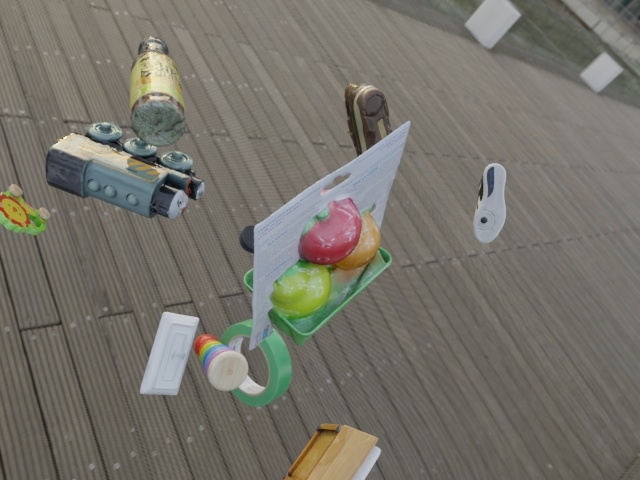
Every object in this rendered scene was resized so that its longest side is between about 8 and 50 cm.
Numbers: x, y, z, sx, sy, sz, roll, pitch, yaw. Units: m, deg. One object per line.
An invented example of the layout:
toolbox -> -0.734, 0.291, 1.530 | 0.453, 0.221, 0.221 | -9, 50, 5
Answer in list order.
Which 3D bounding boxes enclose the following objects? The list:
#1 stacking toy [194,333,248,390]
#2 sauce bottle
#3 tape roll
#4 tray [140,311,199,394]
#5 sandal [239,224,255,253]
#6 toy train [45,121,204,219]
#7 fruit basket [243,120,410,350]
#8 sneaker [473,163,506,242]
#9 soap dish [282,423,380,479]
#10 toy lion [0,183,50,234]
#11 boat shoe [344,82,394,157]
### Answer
stacking toy -> -0.379, 0.415, 1.894 | 0.141, 0.141, 0.330 | 17, 1, -29
sauce bottle -> -0.360, -0.341, 1.143 | 0.112, 0.111, 0.344 | 13, 38, -33
tape roll -> -0.252, 0.462, 1.989 | 0.077, 0.321, 0.321 | -11, 61, -52
tray -> -0.489, 0.378, 1.729 | 0.145, 0.030, 0.270 | 21, 82, -47
sandal -> -0.091, 0.012, 1.412 | 0.255, 0.054, 0.097 | 7, 60, -31
toy train -> -0.436, -0.147, 1.177 | 0.334, 0.142, 0.190 | 22, 35, 0
fruit basket -> 0.000, 0.000, 0.860 | 0.165, 0.352, 0.327 | 36, 57, 25
sneaker -> 0.472, -0.099, 1.458 | 0.079, 0.216, 0.121 | 10, 2, 13
soap dish -> 0.018, 0.579, 1.341 | 0.118, 0.291, 0.229 | 40, 68, 1
toy lion -> -0.517, -0.044, 0.900 | 0.100, 0.034, 0.096 | 53, 7, -40
boat shoe -> 0.108, -0.233, 1.153 | 0.095, 0.257, 0.095 | -33, 47, -19
